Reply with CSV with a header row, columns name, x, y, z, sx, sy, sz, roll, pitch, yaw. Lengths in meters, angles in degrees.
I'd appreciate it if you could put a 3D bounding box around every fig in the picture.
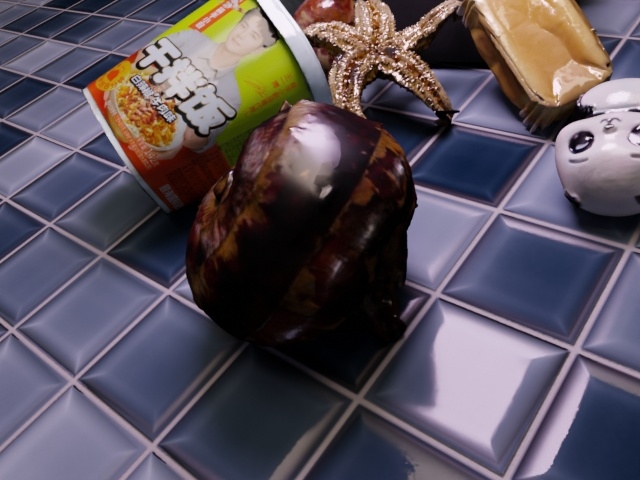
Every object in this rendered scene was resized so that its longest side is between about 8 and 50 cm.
name,x,y,z,sx,sy,sz,roll,pitch,yaw
fig,0.037,-0.408,1.154,0.143,0.160,0.230,7,17,30

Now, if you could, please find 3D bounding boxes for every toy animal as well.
name,x,y,z,sx,sy,sz,roll,pitch,yaw
toy animal,0.383,-0.115,0.714,0.166,0.138,0.179,1,38,42

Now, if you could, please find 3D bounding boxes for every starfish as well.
name,x,y,z,sx,sy,sz,roll,pitch,yaw
starfish,0.112,-0.302,0.954,0.312,0.113,0.303,-36,66,-19

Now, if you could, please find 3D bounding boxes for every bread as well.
name,x,y,z,sx,sy,sz,roll,pitch,yaw
bread,0.327,-0.300,0.884,0.136,0.107,0.241,-28,78,1

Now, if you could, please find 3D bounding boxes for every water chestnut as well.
name,x,y,z,sx,sy,sz,roll,pitch,yaw
water chestnut,0.000,0.000,0.658,0.300,0.300,0.300,-9,43,9

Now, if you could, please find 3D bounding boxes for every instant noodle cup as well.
name,x,y,z,sx,sy,sz,roll,pitch,yaw
instant noodle cup,-0.174,-0.213,0.910,0.308,0.294,0.294,-32,44,-5

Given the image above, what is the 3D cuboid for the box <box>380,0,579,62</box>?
name,x,y,z,sx,sy,sz,roll,pitch,yaw
box,0.258,-0.481,0.986,0.359,0.350,0.091,9,34,25

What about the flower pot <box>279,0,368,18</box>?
name,x,y,z,sx,sy,sz,roll,pitch,yaw
flower pot,-0.014,-0.594,1.256,0.239,0.189,0.209,8,84,24
